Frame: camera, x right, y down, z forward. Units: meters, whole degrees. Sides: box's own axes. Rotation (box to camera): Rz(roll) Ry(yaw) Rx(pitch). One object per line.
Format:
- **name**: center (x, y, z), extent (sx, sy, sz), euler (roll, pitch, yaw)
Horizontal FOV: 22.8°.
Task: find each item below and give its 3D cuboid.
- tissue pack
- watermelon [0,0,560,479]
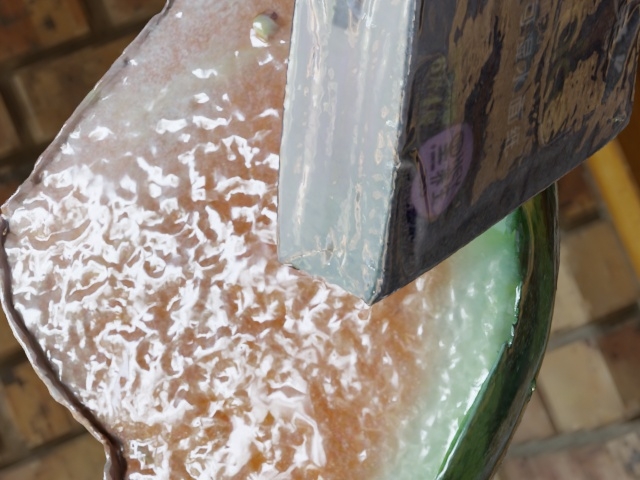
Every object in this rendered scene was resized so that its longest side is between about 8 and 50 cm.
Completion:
- **tissue pack**: center (0.051, -0.063, 0.497), extent (0.051, 0.112, 0.156), euler (26, 39, 28)
- **watermelon**: center (0.025, -0.023, 0.717), extent (0.319, 0.292, 0.222), euler (-26, -21, -46)
